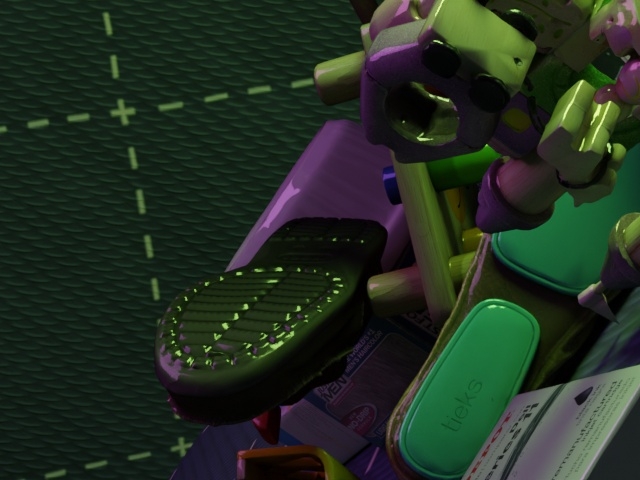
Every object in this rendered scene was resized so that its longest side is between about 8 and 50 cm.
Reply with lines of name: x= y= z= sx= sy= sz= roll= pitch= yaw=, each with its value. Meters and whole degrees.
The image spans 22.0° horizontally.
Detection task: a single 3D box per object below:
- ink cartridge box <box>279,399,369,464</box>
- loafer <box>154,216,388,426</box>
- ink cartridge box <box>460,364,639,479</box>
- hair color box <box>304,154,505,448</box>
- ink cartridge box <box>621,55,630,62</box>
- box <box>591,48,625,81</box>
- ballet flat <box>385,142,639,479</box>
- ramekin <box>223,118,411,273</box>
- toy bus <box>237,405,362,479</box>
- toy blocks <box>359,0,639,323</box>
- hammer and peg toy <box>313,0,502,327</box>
ink cartridge box: x=0.022 y=0.171 z=1.754 sx=0.092 sy=0.090 sz=0.143 roll=-58 pitch=7 yaw=-34
loafer: x=-0.020 y=0.083 z=1.363 sx=0.366 sy=0.134 sz=0.130 roll=-37 pitch=-53 yaw=-63
ink cartridge box: x=0.128 y=0.153 z=0.845 sx=0.153 sy=0.087 sz=0.208 roll=-55 pitch=4 yaw=-15
hair color box: x=0.118 y=0.030 z=1.687 sx=0.174 sy=0.105 sz=0.347 roll=-53 pitch=4 yaw=47
ink cartridge box: x=0.316 y=-0.209 z=1.196 sx=0.218 sy=0.092 sz=0.158 roll=-53 pitch=-19 yaw=23
box: x=0.250 y=-0.438 z=1.445 sx=0.480 sy=0.472 sz=0.297 roll=-54 pitch=6 yaw=12
ballet flat: x=0.161 y=0.054 z=1.243 sx=0.342 sy=0.116 sz=0.124 roll=-60 pitch=-14 yaw=-14
ramekin: x=0.000 y=0.000 z=1.665 sx=0.273 sy=0.127 sz=0.273 roll=-56 pitch=4 yaw=6
toy bus: x=-0.002 y=0.240 z=1.403 sx=0.104 sy=0.191 sz=0.202 roll=-7 pitch=24 yaw=16
toy blocks: x=0.151 y=-0.070 z=1.031 sx=0.260 sy=0.289 sz=0.309 roll=-44 pitch=14 yaw=47
hammer and peg toy: x=0.092 y=-0.112 z=1.427 sx=0.127 sy=0.361 sz=0.266 roll=-14 pitch=-2 yaw=15
